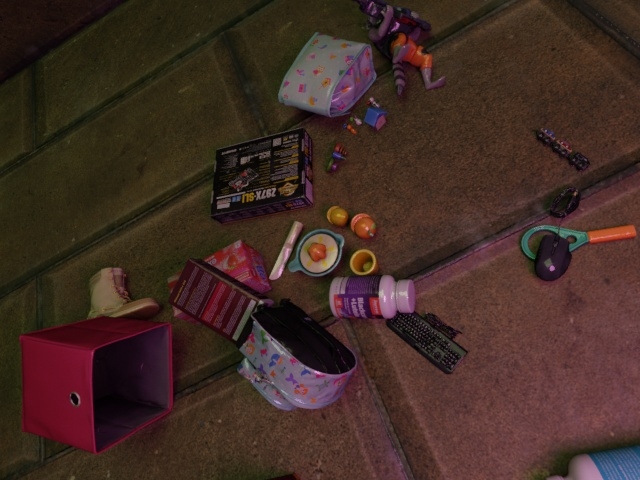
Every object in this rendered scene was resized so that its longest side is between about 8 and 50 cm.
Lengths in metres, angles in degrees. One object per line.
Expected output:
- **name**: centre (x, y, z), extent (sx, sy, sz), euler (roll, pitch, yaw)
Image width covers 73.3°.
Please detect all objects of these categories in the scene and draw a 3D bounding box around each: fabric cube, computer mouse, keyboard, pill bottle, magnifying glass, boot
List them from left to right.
- **fabric cube**: centre (-0.574, 0.351, 1.120), extent (0.259, 0.259, 0.253), euler (3, 94, 22)
- **boot**: centre (-0.630, 0.172, 1.361), extent (0.262, 0.095, 0.203), euler (-22, 60, 16)
- **pill bottle**: centre (0.128, 0.138, 1.054), extent (0.194, 0.108, 0.108), euler (-5, 66, 25)
- **keyboard**: centre (0.253, 0.218, 1.018), extent (0.192, 0.038, 0.100), euler (36, 84, 30)
- **computer mouse**: centre (0.545, -0.020, 0.979), extent (0.071, 0.041, 0.241), euler (14, 73, 28)
- **magnifying glass**: centre (0.587, -0.002, 0.990), extent (0.231, 0.026, 0.092), euler (-10, 64, 17)
- **pill bottle**: centre (0.543, 0.436, 0.740), extent (0.264, 0.146, 0.146), euler (-17, 62, 14)

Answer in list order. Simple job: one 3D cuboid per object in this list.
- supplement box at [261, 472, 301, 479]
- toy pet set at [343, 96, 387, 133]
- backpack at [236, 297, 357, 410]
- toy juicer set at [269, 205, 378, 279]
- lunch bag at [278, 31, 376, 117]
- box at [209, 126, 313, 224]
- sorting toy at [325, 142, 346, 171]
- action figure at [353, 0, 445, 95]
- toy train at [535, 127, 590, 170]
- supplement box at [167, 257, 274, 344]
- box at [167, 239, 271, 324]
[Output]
- **supplement box**: centre (-0.068, 0.607, 0.879), extent (0.191, 0.194, 0.129), euler (37, 84, 30)
- **toy pet set**: centre (0.138, -0.384, 1.317), extent (0.122, 0.065, 0.114), euler (-48, 59, -3)
- **backpack**: centre (-0.052, 0.278, 1.008), extent (0.254, 0.225, 0.190), euler (28, 102, 27)
- **toy juicer set**: centre (0.000, 0.000, 1.181), extent (0.330, 0.089, 0.209), euler (-3, 70, 24)
- **lunch bag**: centre (0.016, -0.506, 1.368), extent (0.224, 0.160, 0.262), euler (26, 73, 28)
- **box**: centre (-0.185, -0.201, 1.358), extent (0.323, 0.079, 0.256), euler (-10, 66, 17)
- **sorting toy**: centre (0.053, -0.248, 1.304), extent (0.042, 0.061, 0.101), euler (22, 83, -7)
- **action figure**: centre (0.200, -0.611, 1.306), extent (0.178, 0.342, 0.330), euler (-55, 41, 38)
- **toy train**: centre (0.609, -0.234, 1.083), extent (0.036, 0.027, 0.158), euler (-36, 59, 0)
- **supplement box**: centre (-0.255, 0.155, 1.095), extent (0.240, 0.073, 0.130), euler (28, 92, 15)
- **box**: centre (-0.288, 0.123, 1.223), extent (0.257, 0.122, 0.128), euler (-27, 61, 11)
